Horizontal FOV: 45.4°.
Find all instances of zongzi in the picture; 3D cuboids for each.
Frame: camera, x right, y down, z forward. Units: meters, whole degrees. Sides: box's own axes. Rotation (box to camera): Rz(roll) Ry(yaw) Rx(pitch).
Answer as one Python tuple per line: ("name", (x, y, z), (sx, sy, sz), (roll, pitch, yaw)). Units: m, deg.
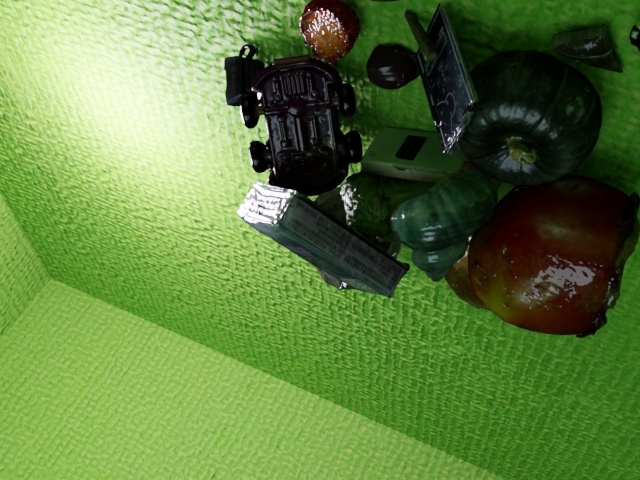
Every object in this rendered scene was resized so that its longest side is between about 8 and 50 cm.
("zongzi", (0.501, -0.350, 1.445), (0.109, 0.055, 0.119), (4, 151, 41))

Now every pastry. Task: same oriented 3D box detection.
("pastry", (0.451, 0.085, 2.046), (0.235, 0.121, 0.257), (31, 147, -7))

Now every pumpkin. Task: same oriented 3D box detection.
("pumpkin", (0.407, -0.234, 1.537), (0.300, 0.207, 0.300), (17, 153, 9))

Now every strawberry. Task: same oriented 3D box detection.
("strawberry", (0.023, -0.462, 1.660), (0.145, 0.086, 0.145), (19, 141, 16))

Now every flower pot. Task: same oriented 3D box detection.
("flower pot", (0.078, 0.020, 2.156), (0.290, 0.290, 0.259), (26, 159, 8))

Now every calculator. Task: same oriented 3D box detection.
("calculator", (0.249, -0.322, 1.529), (0.028, 0.274, 0.166), (-3, 150, -14))

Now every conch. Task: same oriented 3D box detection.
("conch", (0.264, -0.032, 1.688), (0.220, 0.195, 0.277), (2, 114, -9))

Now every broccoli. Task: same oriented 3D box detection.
("broccoli", (0.196, -0.088, 1.890), (0.302, 0.186, 0.254), (-1, -167, -11))

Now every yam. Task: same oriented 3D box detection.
("yam", (0.203, -0.421, 1.560), (0.027, 0.130, 0.033), (-12, 154, -16))

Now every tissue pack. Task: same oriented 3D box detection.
("tissue pack", (0.000, 0.000, 1.806), (0.361, 0.122, 0.259), (34, 171, -26))

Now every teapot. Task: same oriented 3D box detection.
("teapot", (-0.174, -0.395, 1.874), (0.087, 0.177, 0.096), (2, 174, -40))

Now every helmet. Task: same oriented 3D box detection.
("helmet", (0.155, -0.374, 1.688), (0.123, 0.070, 0.098), (15, 145, 27))

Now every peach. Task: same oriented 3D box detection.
("peach", (0.522, 0.033, 1.679), (0.353, 0.339, 0.416), (32, 152, -28))

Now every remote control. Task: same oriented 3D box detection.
("remote control", (0.271, -0.192, 1.778), (0.343, 0.145, 0.050), (13, 140, 30))

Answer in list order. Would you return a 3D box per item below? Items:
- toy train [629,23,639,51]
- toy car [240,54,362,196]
("toy train", (0.674, -0.336, 1.267), (0.296, 0.100, 0.161), (22, 141, 17))
("toy car", (-0.038, -0.286, 1.848), (0.271, 0.240, 0.341), (-4, 115, 5))
